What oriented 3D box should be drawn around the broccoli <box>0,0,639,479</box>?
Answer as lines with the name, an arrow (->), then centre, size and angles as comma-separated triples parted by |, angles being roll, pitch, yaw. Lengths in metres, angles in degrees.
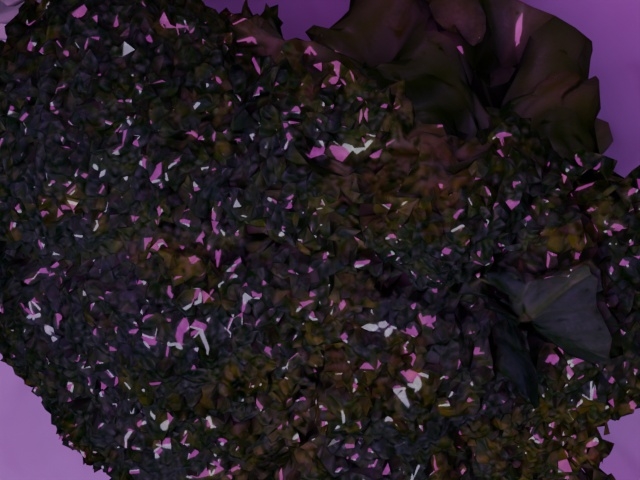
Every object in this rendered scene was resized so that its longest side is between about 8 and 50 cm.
broccoli -> 0.000, 0.000, 0.477 | 0.195, 0.195, 0.156 | 33, 82, 7

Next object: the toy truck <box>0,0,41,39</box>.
toy truck -> -0.123, -0.241, 0.447 | 0.173, 0.207, 0.387 | -27, 91, 14
